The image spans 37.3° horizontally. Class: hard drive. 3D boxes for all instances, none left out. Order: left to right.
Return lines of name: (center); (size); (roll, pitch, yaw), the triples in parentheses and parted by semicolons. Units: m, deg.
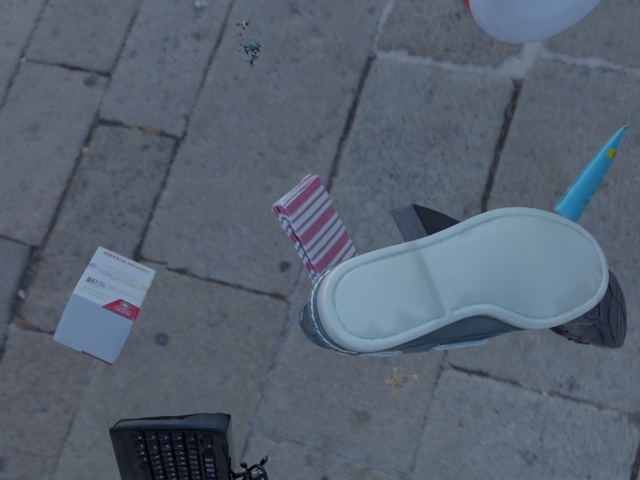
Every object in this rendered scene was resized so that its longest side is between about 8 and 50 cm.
hard drive: (0.261, 0.020, 1.852); (0.054, 0.254, 0.172); (-46, 43, 26)

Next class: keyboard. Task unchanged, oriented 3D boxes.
keyboard: (-0.079, 0.171, 0.624); (0.100, 0.192, 0.038); (-5, 55, -6)

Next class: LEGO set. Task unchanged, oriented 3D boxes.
LEGO set: (-0.126, -0.353, 1.703); (0.023, 0.083, 0.054); (1, 36, 40)

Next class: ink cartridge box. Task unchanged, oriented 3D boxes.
ink cartridge box: (-0.416, 0.124, 1.844); (0.128, 0.176, 0.127); (25, 120, -8)

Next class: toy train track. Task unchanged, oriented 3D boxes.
toy train track: (0.139, 0.235, 1.588); (0.083, 0.014, 0.048); (-22, 57, 53)

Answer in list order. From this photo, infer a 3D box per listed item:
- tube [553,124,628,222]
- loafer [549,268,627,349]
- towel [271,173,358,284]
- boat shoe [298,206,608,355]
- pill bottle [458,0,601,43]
tube: (0.521, -0.132, 1.799); (0.052, 0.080, 0.207); (33, 107, 8)
loafer: (0.353, 0.087, 1.318); (0.095, 0.302, 0.109); (-3, 75, 29)
towel: (0.000, 0.000, 1.548); (0.029, 0.144, 0.197); (-19, 105, 31)
boat shoe: (0.126, 0.044, 0.886); (0.319, 0.099, 0.116); (-9, 79, -27)
pill bottle: (0.146, -0.329, 0.881); (0.161, 0.161, 0.283); (-32, 56, 4)
